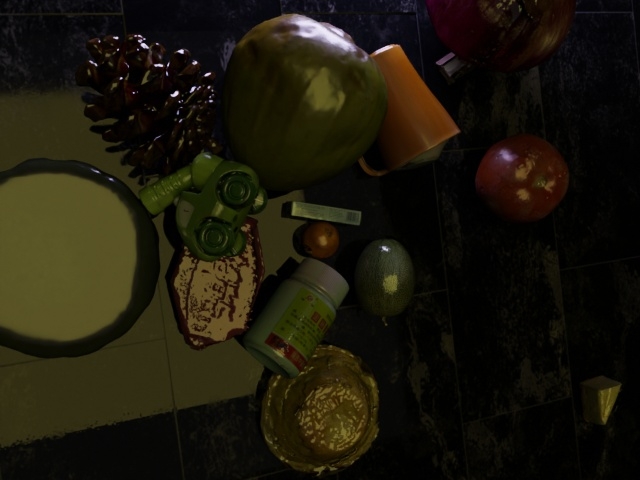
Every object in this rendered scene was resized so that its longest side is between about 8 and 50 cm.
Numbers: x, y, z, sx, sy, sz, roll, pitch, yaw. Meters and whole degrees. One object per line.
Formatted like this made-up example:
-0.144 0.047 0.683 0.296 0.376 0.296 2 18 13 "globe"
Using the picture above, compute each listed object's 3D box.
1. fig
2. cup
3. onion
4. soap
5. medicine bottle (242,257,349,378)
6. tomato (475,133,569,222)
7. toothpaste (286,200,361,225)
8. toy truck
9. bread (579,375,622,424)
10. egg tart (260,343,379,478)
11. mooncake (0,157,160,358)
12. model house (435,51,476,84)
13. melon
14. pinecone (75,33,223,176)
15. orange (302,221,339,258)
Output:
-0.039 -0.255 1.147 0.343 0.343 0.343 0 90 -18 "fig"
0.159 -0.274 1.295 0.226 0.182 0.264 -29 92 15 "cup"
0.419 -0.567 1.253 0.348 0.385 0.347 20 45 -21 "onion"
-0.212 0.082 1.187 0.182 0.112 0.289 20 85 -12 "soap"
-0.049 0.160 1.212 0.139 0.139 0.225 41 67 -14 "medicine bottle"
0.466 -0.145 1.370 0.208 0.184 0.208 -3 101 -13 "tomato"
0.008 -0.059 1.291 0.164 0.046 0.034 8 90 -18 "toothpaste"
-0.204 -0.077 1.068 0.210 0.148 0.187 43 93 7 "toy truck"
0.732 0.418 1.510 0.080 0.084 0.109 -8 92 -16 "bread"
0.012 0.370 1.257 0.295 0.116 0.294 0 89 -20 "egg tart"
-0.473 0.032 1.058 0.356 0.194 0.356 -1 94 -21 "mooncake"
0.326 -0.423 1.399 0.083 0.057 0.058 -35 74 4 "model house"
0.141 0.091 1.286 0.139 0.139 0.192 4 84 -18 "melon"
-0.318 -0.258 1.087 0.309 0.244 0.244 33 80 2 "pinecone"
0.001 0.000 1.272 0.083 0.083 0.083 0 90 -18 "orange"
